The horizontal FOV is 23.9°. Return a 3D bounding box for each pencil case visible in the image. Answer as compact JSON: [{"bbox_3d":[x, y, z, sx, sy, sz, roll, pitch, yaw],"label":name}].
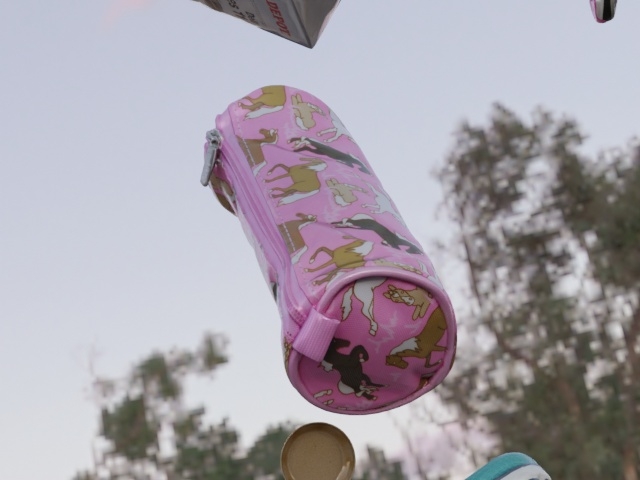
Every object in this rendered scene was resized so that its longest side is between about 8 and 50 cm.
[{"bbox_3d":[0.000,0.000,1.424,0.167,0.386,0.160,-17,-55,-9],"label":"pencil case"}]

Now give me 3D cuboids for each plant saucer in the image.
[{"bbox_3d":[-0.004,0.237,1.634,0.083,0.083,0.015,-6,-4,-14],"label":"plant saucer"}]

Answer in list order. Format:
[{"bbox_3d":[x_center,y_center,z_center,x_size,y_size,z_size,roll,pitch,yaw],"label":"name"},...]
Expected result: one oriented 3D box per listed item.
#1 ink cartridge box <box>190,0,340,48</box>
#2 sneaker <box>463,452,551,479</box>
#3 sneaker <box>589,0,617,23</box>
[{"bbox_3d":[-0.087,-0.238,1.106,0.208,0.086,0.153,23,-12,17],"label":"ink cartridge box"},{"bbox_3d":[0.022,0.205,0.985,0.275,0.110,0.107,-31,-35,12],"label":"sneaker"},{"bbox_3d":[0.344,-0.324,1.687,0.075,0.170,0.063,9,7,-1],"label":"sneaker"}]
